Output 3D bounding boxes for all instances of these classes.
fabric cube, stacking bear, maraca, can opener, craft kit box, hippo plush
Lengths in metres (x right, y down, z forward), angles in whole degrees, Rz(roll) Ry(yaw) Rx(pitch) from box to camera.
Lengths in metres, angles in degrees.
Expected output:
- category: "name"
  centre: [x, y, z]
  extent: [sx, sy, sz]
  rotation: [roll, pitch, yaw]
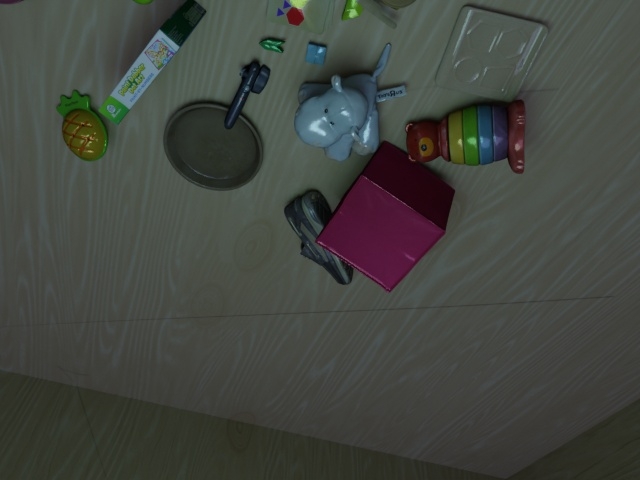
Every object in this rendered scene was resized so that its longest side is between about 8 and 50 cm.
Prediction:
- category: "fabric cube"
  centre: [0.181, -0.068, 1.275]
  extent: [0.254, 0.258, 0.259]
  rotation: [35, 126, -2]
- category: "stacking bear"
  centre: [0.367, -0.265, 1.206]
  extent: [0.289, 0.164, 0.175]
  rotation: [-2, 120, 19]
- category: "maraca"
  centre: [-0.644, -0.306, 1.257]
  extent: [0.127, 0.099, 0.185]
  rotation: [-15, 103, 12]
- category: "can opener"
  centre: [-0.197, -0.366, 1.179]
  extent: [0.073, 0.059, 0.186]
  rotation: [29, 106, -16]
- category: "craft kit box"
  centre: [-0.374, -0.409, 1.049]
  extent: [0.061, 0.249, 0.247]
  rotation: [36, 123, -25]
- category: "hippo plush"
  centre: [0.065, -0.286, 1.116]
  extent: [0.294, 0.236, 0.234]
  rotation: [-18, 113, 19]

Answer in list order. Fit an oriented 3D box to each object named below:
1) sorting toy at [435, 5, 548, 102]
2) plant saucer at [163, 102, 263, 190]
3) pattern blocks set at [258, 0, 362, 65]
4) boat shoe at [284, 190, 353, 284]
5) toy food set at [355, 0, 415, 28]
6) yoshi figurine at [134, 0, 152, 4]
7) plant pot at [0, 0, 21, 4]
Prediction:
- category: "sorting toy"
  centre: [0.407, -0.447, 1.126]
  extent: [0.208, 0.038, 0.193]
  rotation: [13, 131, -3]
- category: "plant saucer"
  centre: [-0.299, -0.263, 1.313]
  extent: [0.278, 0.041, 0.277]
  rotation: [1, 131, 1]
- category: "pattern blocks set"
  centre: [-0.038, -0.570, 1.039]
  extent: [0.286, 0.026, 0.324]
  rotation: [18, 129, -13]
- category: "boat shoe"
  centre: [0.000, 0.000, 1.489]
  extent: [0.130, 0.132, 0.355]
  rotation: [-13, 122, 26]
- category: "toy food set"
  centre: [0.170, -0.580, 1.016]
  extent: [0.132, 0.038, 0.192]
  rotation: [26, 113, -27]
- category: "yoshi figurine"
  centre: [-0.451, -0.645, 0.931]
  extent: [0.362, 0.203, 0.203]
  rotation: [44, 85, -16]
- category: "plant pot"
  centre: [-0.711, -0.584, 0.956]
  extent: [0.201, 0.180, 0.201]
  rotation: [1, 130, 1]
